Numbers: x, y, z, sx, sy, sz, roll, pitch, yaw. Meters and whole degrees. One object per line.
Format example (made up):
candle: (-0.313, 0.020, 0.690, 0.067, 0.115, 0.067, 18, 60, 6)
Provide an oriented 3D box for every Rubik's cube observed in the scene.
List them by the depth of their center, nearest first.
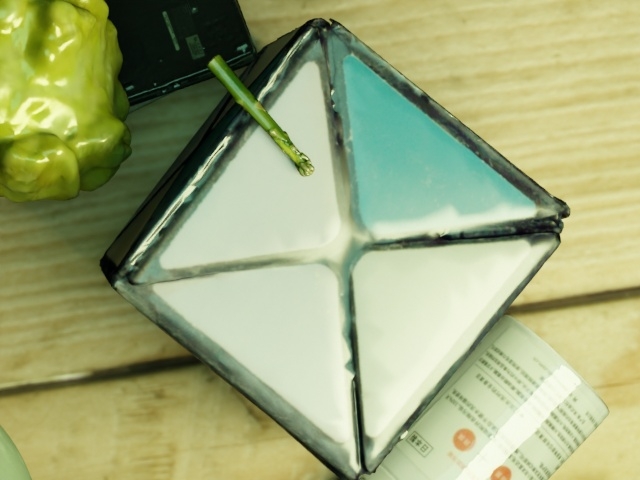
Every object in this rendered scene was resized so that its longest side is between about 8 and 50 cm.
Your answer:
Rubik's cube: (0.000, 0.000, 1.736, 0.305, 0.307, 0.310, 40, 85, -6)

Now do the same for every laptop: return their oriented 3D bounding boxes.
laptop: (-0.162, -0.234, 1.798, 0.154, 0.026, 0.207, -19, 69, -4)

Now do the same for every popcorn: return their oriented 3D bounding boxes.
popcorn: (-0.295, -0.158, 1.689, 0.242, 0.235, 0.250, -6, 106, 4)

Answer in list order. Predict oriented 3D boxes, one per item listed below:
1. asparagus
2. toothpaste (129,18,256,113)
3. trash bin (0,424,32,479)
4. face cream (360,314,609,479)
asparagus: (-0.048, -0.102, 1.567, 0.015, 0.018, 0.127, -38, 97, 18)
toothpaste: (-0.219, -0.144, 1.823, 0.323, 0.066, 0.100, -24, 88, -2)
trash bin: (-0.464, 0.284, 1.705, 0.432, 0.280, 0.280, -1, 93, -5)
face cream: (0.104, 0.250, 1.848, 0.370, 0.145, 0.145, -45, 98, -3)
